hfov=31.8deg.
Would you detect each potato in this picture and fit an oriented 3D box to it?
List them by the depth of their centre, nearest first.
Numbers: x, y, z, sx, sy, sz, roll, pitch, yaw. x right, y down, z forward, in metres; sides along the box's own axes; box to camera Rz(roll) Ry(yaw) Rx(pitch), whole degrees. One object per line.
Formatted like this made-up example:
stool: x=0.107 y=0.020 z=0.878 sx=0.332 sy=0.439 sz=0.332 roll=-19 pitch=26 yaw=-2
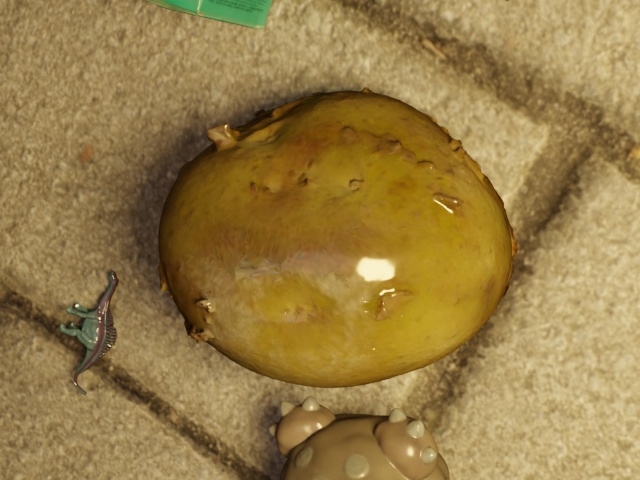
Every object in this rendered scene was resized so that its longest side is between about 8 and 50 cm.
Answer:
potato: x=0.000 y=0.000 z=1.401 sx=0.442 sy=0.319 sz=0.385 roll=-5 pitch=93 yaw=21

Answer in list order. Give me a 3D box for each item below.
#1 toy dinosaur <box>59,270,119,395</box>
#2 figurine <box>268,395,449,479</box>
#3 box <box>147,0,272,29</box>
toy dinosaur: x=-0.348 y=0.136 z=1.698 sx=0.080 sy=0.045 sz=0.197 roll=18 pitch=97 yaw=10
figurine: x=0.068 y=0.385 z=1.470 sx=0.248 sy=0.203 sz=0.380 roll=3 pitch=109 yaw=38
box: x=-0.118 y=-0.447 z=1.474 sx=0.118 sy=0.205 sz=0.311 roll=22 pitch=103 yaw=18
